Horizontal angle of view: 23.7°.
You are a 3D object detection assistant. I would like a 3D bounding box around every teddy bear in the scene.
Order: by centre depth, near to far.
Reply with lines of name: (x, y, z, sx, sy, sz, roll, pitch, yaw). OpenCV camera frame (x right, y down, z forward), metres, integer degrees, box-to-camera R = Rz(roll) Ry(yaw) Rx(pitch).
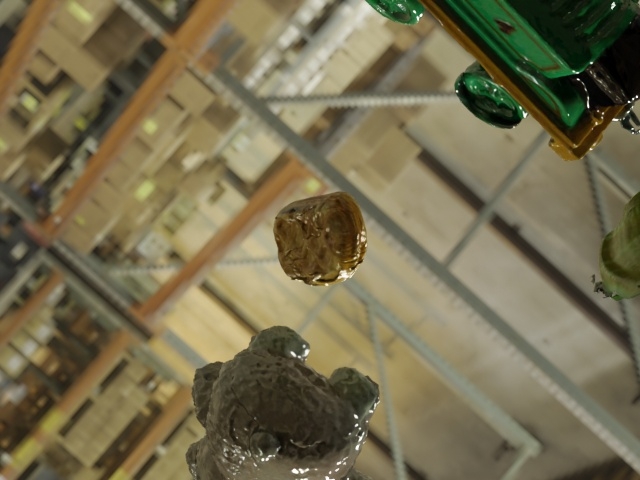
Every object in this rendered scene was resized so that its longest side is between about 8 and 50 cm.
teddy bear: (-0.041, 0.213, 1.553, 0.151, 0.236, 0.267, -48, 161, -29)

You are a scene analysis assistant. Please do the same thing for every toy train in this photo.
toy train: (0.195, -0.254, 1.477, 0.178, 0.429, 0.249, -51, -164, -13)

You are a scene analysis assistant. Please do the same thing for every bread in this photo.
bread: (0.000, 0.000, 1.382, 0.044, 0.083, 0.110, -5, 177, -36)

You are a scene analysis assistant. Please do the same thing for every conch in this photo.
conch: (0.288, 0.006, 1.313, 0.095, 0.079, 0.201, -11, -161, 37)
